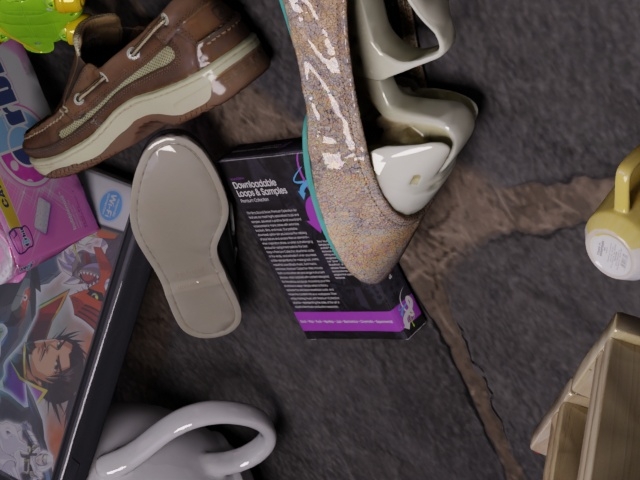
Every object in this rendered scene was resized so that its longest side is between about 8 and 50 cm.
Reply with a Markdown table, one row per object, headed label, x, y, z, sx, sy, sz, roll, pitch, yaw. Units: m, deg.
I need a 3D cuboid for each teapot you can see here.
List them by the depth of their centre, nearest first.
| label | x | y | z | sx | sy | sz | roll | pitch | yaw |
| --- | --- | --- | --- | --- | --- | --- | --- | --- | --- |
| teapot | -0.126 | 0.247 | 1.618 | 0.256 | 0.187 | 0.252 | -161 | 63 | -74 |

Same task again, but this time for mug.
| label | x | y | z | sx | sy | sz | roll | pitch | yaw |
| --- | --- | --- | --- | --- | --- | --- | --- | --- | --- |
| mug | 0.186 | -0.015 | 1.098 | 0.062 | 0.064 | 0.078 | -15 | 109 | 55 |

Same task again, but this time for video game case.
| label | x | y | z | sx | sy | sz | roll | pitch | yaw |
| --- | --- | --- | --- | --- | --- | --- | --- | --- | --- |
| video game case | -0.258 | 0.058 | 1.561 | 0.248 | 0.035 | 0.275 | 20 | 94 | 37 |

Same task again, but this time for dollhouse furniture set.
| label | x | y | z | sx | sy | sz | roll | pitch | yaw |
| --- | --- | --- | --- | --- | --- | --- | --- | --- | --- |
| dollhouse furniture set | 0.197 | 0.145 | 0.879 | 0.183 | 0.129 | 0.129 | 18 | 145 | -4 |

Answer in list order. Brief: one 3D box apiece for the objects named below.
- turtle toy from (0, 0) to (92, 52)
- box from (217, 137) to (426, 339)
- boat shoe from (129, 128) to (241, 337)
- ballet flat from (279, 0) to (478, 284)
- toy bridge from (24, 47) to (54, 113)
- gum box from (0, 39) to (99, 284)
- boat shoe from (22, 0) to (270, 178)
| label | x | y | z | sx | sy | sz | roll | pitch | yaw |
| --- | --- | --- | --- | --- | --- | --- | --- | --- | --- |
| turtle toy | -0.214 | -0.182 | 1.386 | 0.095 | 0.066 | 0.130 | 1 | 158 | 4 |
| box | 0.000 | 0.000 | 1.362 | 0.116 | 0.029 | 0.162 | -2 | 121 | 51 |
| boat shoe | -0.102 | -0.015 | 1.423 | 0.075 | 0.065 | 0.206 | -8 | 133 | 3 |
| ballet flat | 0.038 | -0.101 | 1.159 | 0.106 | 0.107 | 0.316 | 6 | 128 | 30 |
| toy bridge | -0.255 | -0.147 | 1.522 | 0.188 | 0.026 | 0.063 | 51 | 147 | 1 |
| gum box | -0.257 | -0.062 | 1.454 | 0.062 | 0.107 | 0.188 | -20 | 95 | 33 |
| boat shoe | -0.144 | -0.125 | 1.358 | 0.257 | 0.095 | 0.095 | -21 | 108 | 43 |
